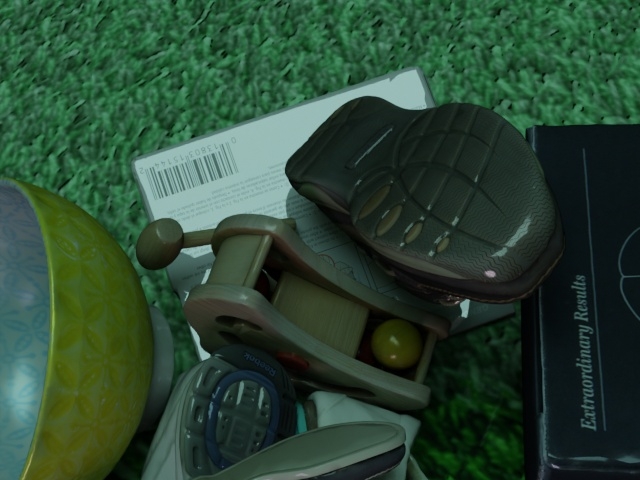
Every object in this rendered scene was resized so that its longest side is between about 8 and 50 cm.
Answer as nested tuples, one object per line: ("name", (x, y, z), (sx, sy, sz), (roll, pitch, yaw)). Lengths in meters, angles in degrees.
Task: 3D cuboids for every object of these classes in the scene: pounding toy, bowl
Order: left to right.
("bowl", (-0.219, 0.103, 0.872), (0.156, 0.289, 0.289), (11, 41, -39))
("pounding toy", (-0.019, 0.026, 0.860), (0.269, 0.154, 0.155), (22, 65, -5))

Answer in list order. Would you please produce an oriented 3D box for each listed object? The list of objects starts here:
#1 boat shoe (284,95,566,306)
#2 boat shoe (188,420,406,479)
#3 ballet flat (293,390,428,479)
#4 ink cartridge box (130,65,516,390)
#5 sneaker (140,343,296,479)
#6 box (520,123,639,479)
("boat shoe", (0.092, -0.024, 0.801), (0.132, 0.130, 0.355), (-44, 24, -1))
("boat shoe", (-0.031, 0.187, 0.732), (0.206, 0.065, 0.075), (-20, 9, -7))
("ballet flat", (0.049, 0.287, 0.743), (0.139, 0.139, 0.400), (-7, 52, 4))
("ink cartridge box", (0.000, 0.000, 0.990), (0.296, 0.066, 0.261), (-19, 79, -5))
("sneaker", (-0.102, 0.230, 0.816), (0.111, 0.129, 0.297), (24, 73, -21))
("box", (0.353, 0.084, 0.779), (0.395, 0.212, 0.293), (1, 55, 9))
